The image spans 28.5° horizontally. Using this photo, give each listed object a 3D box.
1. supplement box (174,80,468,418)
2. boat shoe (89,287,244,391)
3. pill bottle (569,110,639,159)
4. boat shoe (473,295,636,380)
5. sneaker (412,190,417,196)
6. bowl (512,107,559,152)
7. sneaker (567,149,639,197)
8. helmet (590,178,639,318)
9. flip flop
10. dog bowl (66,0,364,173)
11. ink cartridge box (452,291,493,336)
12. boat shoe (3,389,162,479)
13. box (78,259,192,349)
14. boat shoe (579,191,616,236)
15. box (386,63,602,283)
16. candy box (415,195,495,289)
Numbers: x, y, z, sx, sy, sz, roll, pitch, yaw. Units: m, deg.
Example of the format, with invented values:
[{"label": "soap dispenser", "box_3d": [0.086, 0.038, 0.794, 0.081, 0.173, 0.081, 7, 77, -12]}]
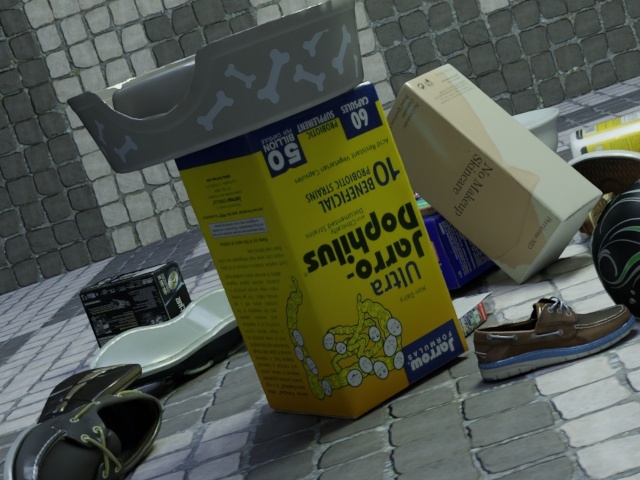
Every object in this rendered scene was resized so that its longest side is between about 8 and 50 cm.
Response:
[{"label": "supplement box", "box_3d": [0.000, 0.014, 1.542, 0.194, 0.357, 0.195, -27, 11, -31]}, {"label": "boat shoe", "box_3d": [-0.224, 0.175, 1.957, 0.302, 0.091, 0.114, -23, 42, -35]}, {"label": "pill bottle", "box_3d": [0.561, -0.166, 2.247, 0.208, 0.119, 0.119, -16, 9, 19]}, {"label": "boat shoe", "box_3d": [0.259, 0.099, 1.407, 0.183, 0.066, 0.066, -19, 9, 1]}, {"label": "sneaker", "box_3d": [0.106, -0.083, 2.122, 0.157, 0.065, 0.061, -25, 4, -11]}, {"label": "bowl", "box_3d": [0.372, -0.166, 2.623, 0.297, 0.134, 0.298, -18, 8, 3]}, {"label": "sneaker", "box_3d": [0.448, -0.101, 2.125, 0.290, 0.106, 0.123, -14, 12, 41]}, {"label": "helmet", "box_3d": [0.408, 0.002, 1.434, 0.169, 0.169, 0.161, -27, -6, -40]}, {"label": "flip flop", "box_3d": [-0.325, 0.256, 1.729, 0.112, 0.080, 0.277, -9, 26, 19]}, {"label": "dog bowl", "box_3d": [-0.109, -0.175, 1.436, 0.348, 0.102, 0.349, -20, 8, 3]}, {"label": "ink cartridge box", "box_3d": [0.185, 0.104, 1.680, 0.062, 0.029, 0.115, -13, 9, 37]}, {"label": "boat shoe", "box_3d": [-0.280, 0.251, 1.518, 0.091, 0.109, 0.305, -22, 4, 15]}, {"label": "box", "box_3d": [-0.319, 0.130, 2.239, 0.180, 0.147, 0.077, -15, 9, 32]}, {"label": "boat shoe", "box_3d": [0.418, -0.031, 1.920, 0.060, 0.064, 0.178, -21, 1, 23]}, {"label": "box", "box_3d": [0.240, -0.100, 1.847, 0.121, 0.311, 0.148, -29, -26, -44]}, {"label": "candy box", "box_3d": [0.192, -0.007, 2.049, 0.268, 0.122, 0.317, -15, 8, 43]}]
